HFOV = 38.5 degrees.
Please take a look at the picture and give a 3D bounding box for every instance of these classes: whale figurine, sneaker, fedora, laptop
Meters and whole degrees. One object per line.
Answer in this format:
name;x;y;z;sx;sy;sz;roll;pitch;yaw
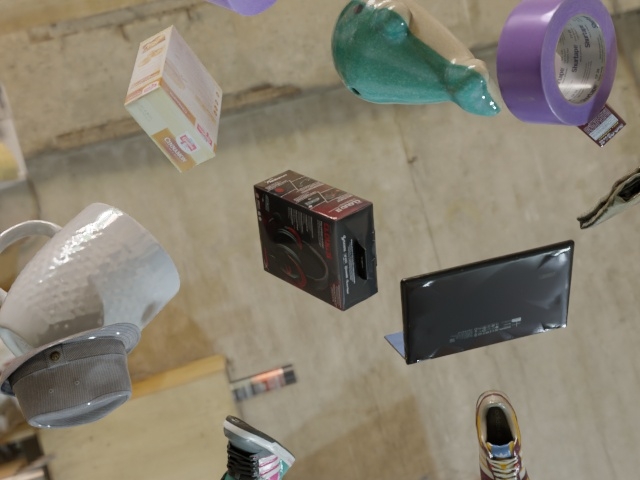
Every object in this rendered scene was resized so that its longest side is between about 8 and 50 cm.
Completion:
whale figurine;0.124;-0.240;1.277;0.272;0.141;0.216;40;-3;34
sneaker;0.248;0.301;1.260;0.084;0.069;0.185;8;69;-79
sneaker;-0.168;0.492;1.961;0.124;0.178;0.295;22;-18;29
fedora;-0.449;0.268;1.702;0.244;0.275;0.124;113;-43;-61
laptop;0.346;0.124;2.111;0.236;0.382;0.408;-110;-171;-48

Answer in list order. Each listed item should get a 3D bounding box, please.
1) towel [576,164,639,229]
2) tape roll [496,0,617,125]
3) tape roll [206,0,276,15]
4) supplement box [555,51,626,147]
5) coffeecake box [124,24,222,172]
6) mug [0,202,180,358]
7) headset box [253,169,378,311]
towel;0.565;-0.126;1.456;0.056;0.312;0.324;62;1;8
tape roll;0.345;-0.262;1.331;0.080;0.189;0.189;11;-59;48
tape roll;-0.105;-0.477;1.349;0.090;0.275;0.275;25;-28;17
supplement box;0.488;-0.281;1.773;0.239;0.073;0.130;23;30;-50
coffeecake box;-0.221;-0.219;1.410;0.142;0.068;0.185;53;22;-35
mug;-0.547;0.099;1.961;0.374;0.328;0.276;35;-31;10
headset box;0.000;0.000;1.925;0.293;0.110;0.218;25;-49;42
